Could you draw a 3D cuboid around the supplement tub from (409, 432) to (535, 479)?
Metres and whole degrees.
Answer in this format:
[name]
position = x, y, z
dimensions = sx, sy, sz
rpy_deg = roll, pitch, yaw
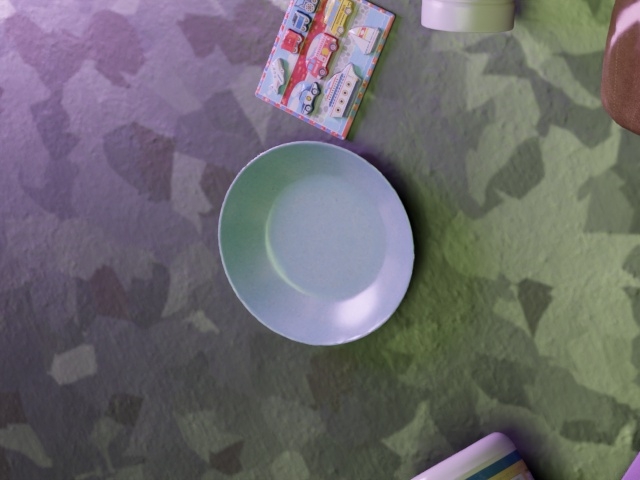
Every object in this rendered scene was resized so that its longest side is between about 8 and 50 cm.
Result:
[supplement tub]
position = 0.152, 0.289, 1.620
dimensions = 0.144, 0.144, 0.199
rpy_deg = -34, 81, 25

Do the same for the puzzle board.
[puzzle board]
position = 0.003, -0.168, 1.651
dimensions = 0.096, 0.011, 0.128
rpy_deg = 28, 112, 14

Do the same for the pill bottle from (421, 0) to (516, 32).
[pill bottle]
position = 0.129, -0.275, 1.519
dimensions = 0.108, 0.108, 0.193
rpy_deg = 8, 106, 20

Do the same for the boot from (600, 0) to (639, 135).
[boot]
position = 0.297, -0.224, 1.472
dimensions = 0.115, 0.112, 0.305
rpy_deg = 18, 112, 28

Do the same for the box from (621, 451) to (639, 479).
[box]
position = 0.383, 0.207, 1.567
dimensions = 0.201, 0.057, 0.293
rpy_deg = 33, 113, 12

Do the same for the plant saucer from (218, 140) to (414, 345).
[plant saucer]
position = 0.000, 0.000, 1.680
dimensions = 0.195, 0.037, 0.194
rpy_deg = 5, 105, 20
